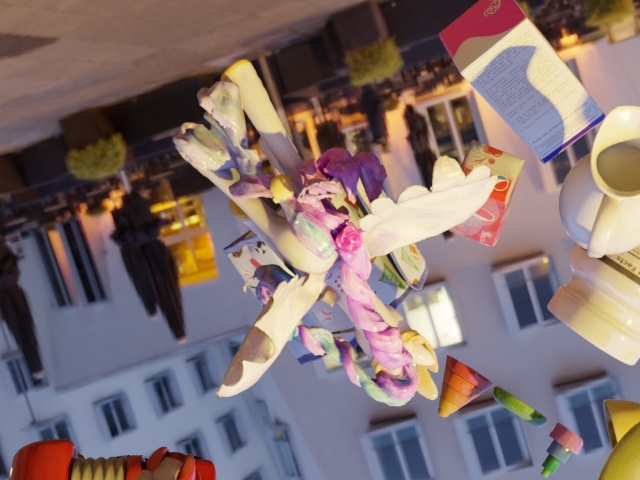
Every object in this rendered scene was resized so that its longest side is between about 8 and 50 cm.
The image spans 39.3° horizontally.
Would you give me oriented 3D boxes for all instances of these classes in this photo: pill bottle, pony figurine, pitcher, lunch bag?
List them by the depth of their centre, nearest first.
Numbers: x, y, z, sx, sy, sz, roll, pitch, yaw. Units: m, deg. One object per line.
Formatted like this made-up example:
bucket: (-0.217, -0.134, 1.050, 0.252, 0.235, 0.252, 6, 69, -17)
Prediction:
pony figurine: (0.000, 0.000, 0.899, 0.303, 0.363, 0.351, -36, 163, -2)
pitcher: (0.347, -0.039, 1.078, 0.125, 0.177, 0.207, 23, 164, 16)
pill bottle: (0.547, 0.009, 1.479, 0.363, 0.210, 0.210, -58, 178, 10)
lunch bag: (0.047, 0.028, 1.978, 0.385, 0.328, 0.239, -37, -169, -35)

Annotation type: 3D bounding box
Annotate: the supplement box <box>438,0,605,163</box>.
supplement box: (0.279, -0.228, 1.240, 0.114, 0.220, 0.111, -39, -141, 20)

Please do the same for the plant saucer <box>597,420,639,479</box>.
plant saucer: (0.414, 0.327, 1.068, 0.241, 0.241, 0.037, -20, -165, -31)

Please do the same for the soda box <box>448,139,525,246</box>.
soda box: (0.269, -0.071, 1.481, 0.092, 0.083, 0.263, 22, 168, 12)

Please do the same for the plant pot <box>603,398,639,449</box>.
plant pot: (0.635, 0.379, 1.805, 0.095, 0.134, 0.134, -13, -174, 9)

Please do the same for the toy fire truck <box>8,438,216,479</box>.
toy fire truck: (-0.215, 0.261, 0.899, 0.217, 0.158, 0.246, 1, 143, -5)

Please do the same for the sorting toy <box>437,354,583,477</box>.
sorting toy: (0.370, 0.374, 1.865, 0.365, 0.127, 0.126, 31, -94, 46)
